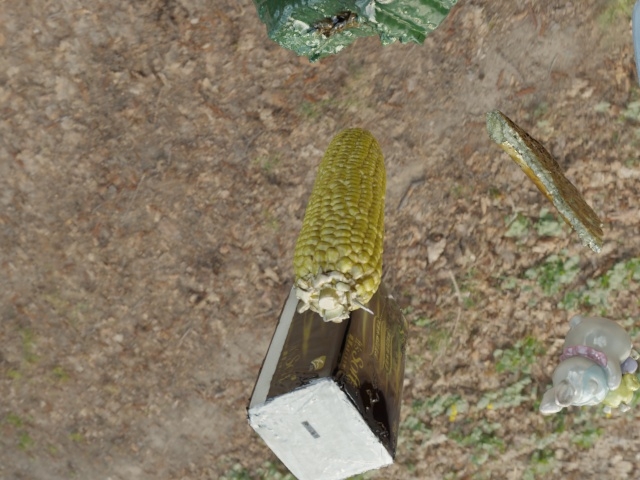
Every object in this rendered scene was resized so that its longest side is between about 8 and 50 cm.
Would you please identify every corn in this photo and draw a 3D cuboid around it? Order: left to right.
[{"bbox_3d":[0.034,-0.036,0.832,0.106,0.305,0.106,6,135,7],"label":"corn"}]

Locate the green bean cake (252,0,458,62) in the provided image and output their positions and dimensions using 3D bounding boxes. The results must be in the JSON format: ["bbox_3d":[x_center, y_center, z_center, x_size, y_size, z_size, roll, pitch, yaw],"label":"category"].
[{"bbox_3d":[0.054,-0.408,1.032,0.308,0.169,0.300,-43,55,31],"label":"green bean cake"}]

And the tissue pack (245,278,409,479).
[{"bbox_3d":[0.021,0.214,1.158,0.198,0.370,0.210,-22,115,23],"label":"tissue pack"}]

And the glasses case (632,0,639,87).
[{"bbox_3d":[0.509,-0.281,1.021,0.045,0.067,0.179,-7,91,40],"label":"glasses case"}]

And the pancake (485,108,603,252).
[{"bbox_3d":[0.358,-0.071,1.034,0.266,0.245,0.057,34,121,-27],"label":"pancake"}]

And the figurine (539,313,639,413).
[{"bbox_3d":[0.519,0.267,1.285,0.155,0.235,0.127,44,143,-6],"label":"figurine"}]
